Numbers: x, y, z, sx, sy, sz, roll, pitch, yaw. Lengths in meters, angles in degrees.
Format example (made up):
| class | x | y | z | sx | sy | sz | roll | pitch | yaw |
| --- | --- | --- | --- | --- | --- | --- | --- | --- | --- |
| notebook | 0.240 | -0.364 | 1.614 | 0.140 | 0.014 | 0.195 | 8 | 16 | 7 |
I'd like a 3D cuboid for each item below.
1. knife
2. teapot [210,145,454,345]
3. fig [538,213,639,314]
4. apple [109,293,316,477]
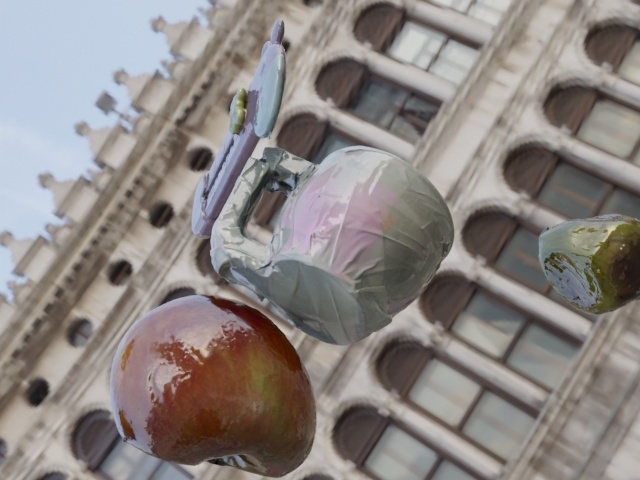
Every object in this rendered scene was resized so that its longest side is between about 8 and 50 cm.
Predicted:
| class | x | y | z | sx | sy | sz | roll | pitch | yaw |
| --- | --- | --- | --- | --- | --- | --- | --- | --- | --- |
| knife | -0.103 | -0.104 | 1.242 | 0.399 | 0.038 | 0.132 | 125 | 153 | -59 |
| teapot | 0.008 | -0.005 | 1.059 | 0.178 | 0.221 | 0.163 | -52 | 6 | -37 |
| fig | 0.379 | 0.029 | 1.460 | 0.154 | 0.165 | 0.144 | -63 | -33 | -34 |
| apple | -0.096 | 0.139 | 0.988 | 0.195 | 0.173 | 0.160 | 13 | -67 | -28 |
